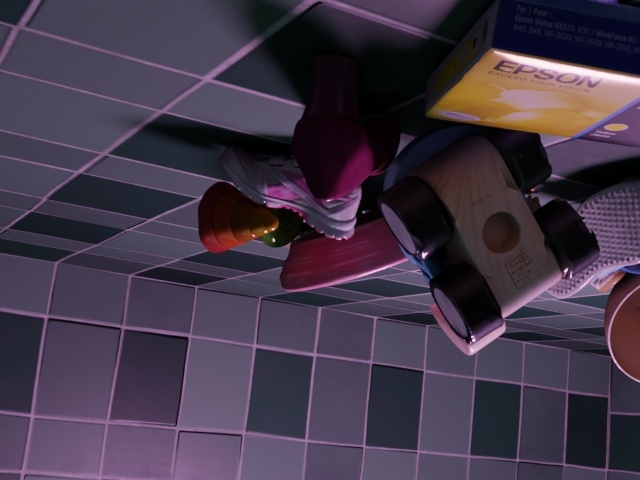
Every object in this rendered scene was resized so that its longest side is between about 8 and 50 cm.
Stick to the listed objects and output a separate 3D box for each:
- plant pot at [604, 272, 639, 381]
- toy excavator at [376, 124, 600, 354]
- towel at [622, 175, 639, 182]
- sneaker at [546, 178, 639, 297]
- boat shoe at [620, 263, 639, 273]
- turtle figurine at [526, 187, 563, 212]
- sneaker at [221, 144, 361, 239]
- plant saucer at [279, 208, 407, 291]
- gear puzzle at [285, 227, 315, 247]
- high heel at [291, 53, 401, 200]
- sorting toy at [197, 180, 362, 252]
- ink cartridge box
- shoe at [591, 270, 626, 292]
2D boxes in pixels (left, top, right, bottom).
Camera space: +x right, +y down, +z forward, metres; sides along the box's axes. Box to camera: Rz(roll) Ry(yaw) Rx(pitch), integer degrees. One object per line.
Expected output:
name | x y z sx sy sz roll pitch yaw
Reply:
plant pot | 0.756 0.152 2.094 0.284 0.284 0.191 6 -155 -3
toy excavator | 0.226 0.019 1.460 0.222 0.433 0.445 -33 -164 -7
towel | 0.557 -0.079 1.551 0.113 0.023 0.152 0 165 21
sneaker | 0.497 -0.026 1.566 0.150 0.135 0.366 -30 174 -27
boat shoe | 0.582 0.013 1.842 0.109 0.089 0.258 13 -178 44
turtle figurine | 0.306 -0.063 1.578 0.217 0.087 0.269 13 167 -31
sneaker | -0.039 -0.105 1.554 0.252 0.111 0.103 25 -158 -4
plant saucer | 0.074 0.003 1.772 0.332 0.084 0.332 -18 -174 2
gear puzzle | 0.000 0.000 2.203 0.338 0.044 0.175 14 168 -24
high heel | 0.031 -0.100 1.289 0.127 0.182 0.377 3 168 16
sorting toy | -0.048 -0.043 1.653 0.126 0.127 0.365 8 -171 36
ink cartridge box | 0.303 -0.184 1.029 0.303 0.072 0.307 8 171 -9
shoe | 0.621 0.069 2.094 0.058 0.076 0.219 42 179 2
